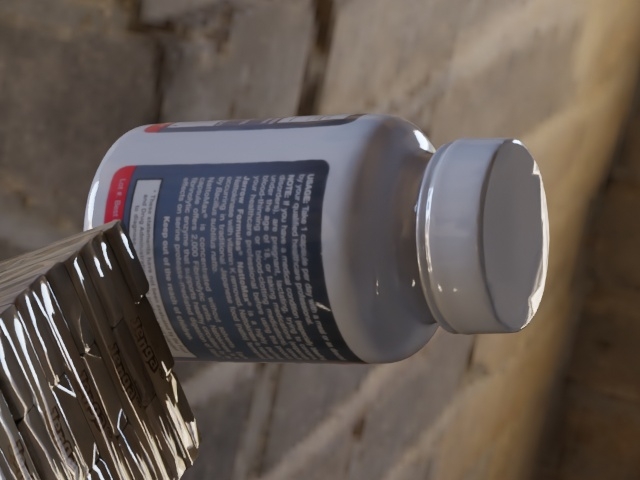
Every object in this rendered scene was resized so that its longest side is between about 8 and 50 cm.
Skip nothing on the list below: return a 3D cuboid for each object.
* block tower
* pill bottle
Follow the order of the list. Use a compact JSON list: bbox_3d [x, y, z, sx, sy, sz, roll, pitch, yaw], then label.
[{"bbox_3d":[-0.118,0.079,0.566,0.097,0.091,0.335,-19,10,11],"label":"block tower"},{"bbox_3d":[0.000,0.000,0.856,0.180,0.108,0.108,-1,10,27],"label":"pill bottle"}]
